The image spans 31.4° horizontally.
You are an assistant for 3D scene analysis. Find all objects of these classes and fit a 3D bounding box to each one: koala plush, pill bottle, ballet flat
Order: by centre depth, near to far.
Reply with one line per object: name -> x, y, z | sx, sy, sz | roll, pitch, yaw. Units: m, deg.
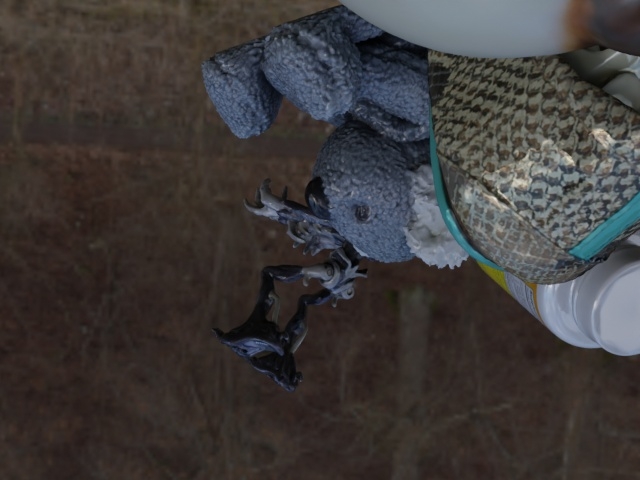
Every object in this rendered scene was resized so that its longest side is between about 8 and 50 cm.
ballet flat -> 0.130, -0.209, 0.686 | 0.164, 0.483, 0.182 | 16, 142, -33
koala plush -> 0.048, -0.082, 0.935 | 0.203, 0.221, 0.196 | -23, -171, -25
pill bottle -> 0.215, 0.015, 0.977 | 0.117, 0.117, 0.215 | 2, -160, -20

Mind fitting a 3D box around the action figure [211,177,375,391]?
action figure -> 0.000, 0.000, 1.114 | 0.141, 0.276, 0.164 | 29, 170, 38

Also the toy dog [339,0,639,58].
toy dog -> 0.070, -0.254, 0.357 | 0.284, 0.408, 0.395 | 9, -137, 23
